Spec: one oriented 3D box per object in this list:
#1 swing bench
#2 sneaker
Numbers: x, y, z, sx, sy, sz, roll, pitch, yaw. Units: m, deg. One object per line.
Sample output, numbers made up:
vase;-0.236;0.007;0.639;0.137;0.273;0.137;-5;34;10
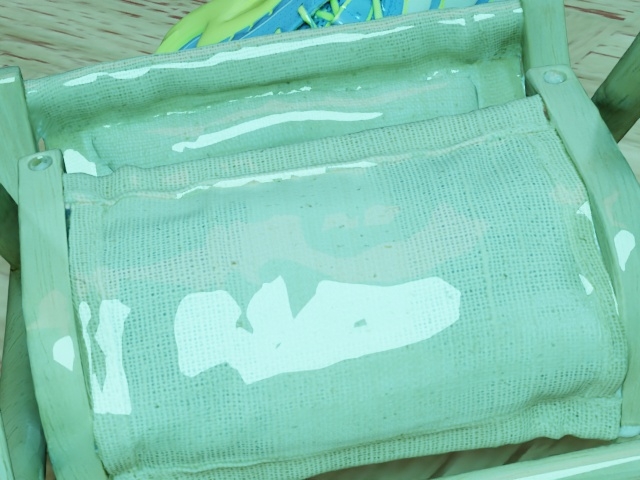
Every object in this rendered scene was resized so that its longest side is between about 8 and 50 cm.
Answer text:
swing bench;0.000;0.000;0.566;0.253;0.165;0.255;-10;8;-3
sneaker;-0.002;-0.075;0.731;0.240;0.091;0.126;-22;33;43
